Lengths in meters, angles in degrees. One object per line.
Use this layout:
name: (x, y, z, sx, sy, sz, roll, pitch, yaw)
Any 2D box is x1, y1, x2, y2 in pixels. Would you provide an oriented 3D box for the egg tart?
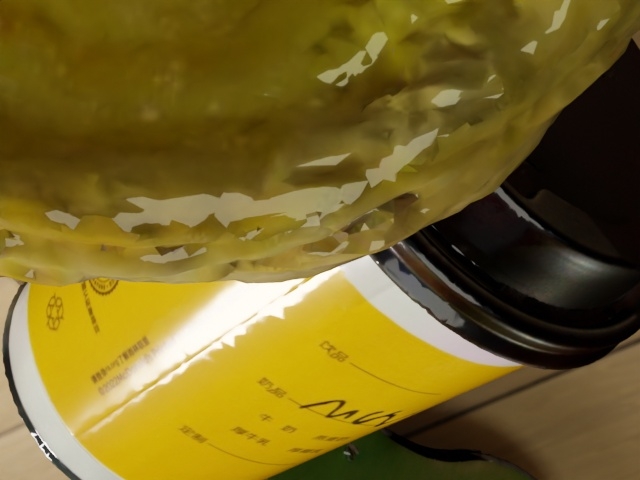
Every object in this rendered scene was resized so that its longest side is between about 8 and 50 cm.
egg tart: (-0.052, -0.153, 0.460, 0.345, 0.132, 0.345, -1, 106, -3)

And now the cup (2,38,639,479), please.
cup: (0.000, 0.000, 0.665, 0.196, 0.196, 0.280, 24, 136, -32)

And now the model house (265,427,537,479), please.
model house: (-0.018, 0.183, 0.916, 0.294, 0.154, 0.207, 28, 83, -45)
